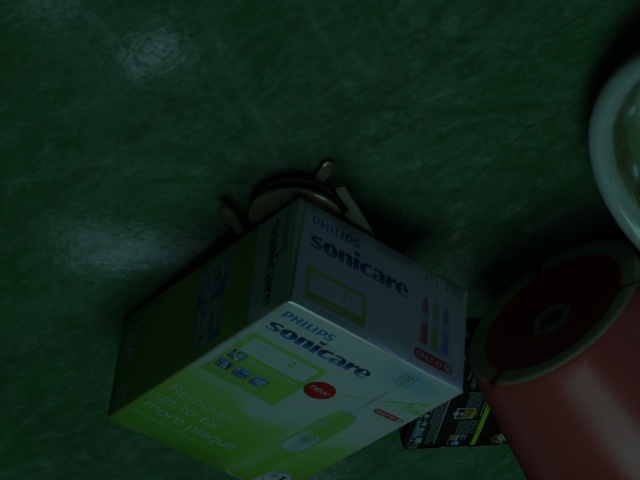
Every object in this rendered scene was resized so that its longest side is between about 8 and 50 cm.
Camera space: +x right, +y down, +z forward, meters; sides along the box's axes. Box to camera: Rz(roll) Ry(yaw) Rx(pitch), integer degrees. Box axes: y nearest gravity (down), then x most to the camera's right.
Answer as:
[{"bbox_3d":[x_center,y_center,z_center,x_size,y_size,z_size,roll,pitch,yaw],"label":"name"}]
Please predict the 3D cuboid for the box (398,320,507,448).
[{"bbox_3d":[0.188,0.152,2.065,0.184,0.045,0.191,-4,143,-13],"label":"box"}]

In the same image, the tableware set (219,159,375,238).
[{"bbox_3d":[0.000,0.000,1.816,0.128,0.039,0.194,-9,140,20],"label":"tableware set"}]

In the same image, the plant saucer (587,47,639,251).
[{"bbox_3d":[0.429,-0.057,1.679,0.400,0.100,0.400,24,148,16],"label":"plant saucer"}]

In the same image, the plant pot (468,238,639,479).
[{"bbox_3d":[0.287,0.150,1.885,0.275,0.275,0.243,-29,115,25],"label":"plant pot"}]

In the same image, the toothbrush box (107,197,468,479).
[{"bbox_3d":[-0.032,0.107,1.830,0.206,0.122,0.283,29,136,-29],"label":"toothbrush box"}]
